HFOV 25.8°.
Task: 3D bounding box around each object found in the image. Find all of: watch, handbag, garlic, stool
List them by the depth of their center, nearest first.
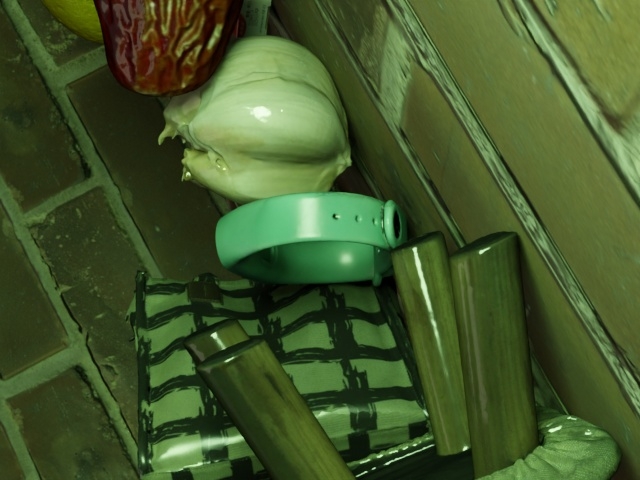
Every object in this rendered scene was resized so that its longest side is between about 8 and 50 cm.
[{"bbox_3d":[0.053,0.142,1.189,0.310,0.310,0.226,-171,58,-80],"label":"stool"},{"bbox_3d":[0.000,0.000,1.482,0.237,0.195,0.068,35,-130,-67],"label":"watch"},{"bbox_3d":[-0.074,-0.128,1.514,0.281,0.203,0.184,-125,32,-83],"label":"garlic"},{"bbox_3d":[-0.052,0.148,1.582,0.327,0.325,0.162,-104,6,-45],"label":"handbag"}]

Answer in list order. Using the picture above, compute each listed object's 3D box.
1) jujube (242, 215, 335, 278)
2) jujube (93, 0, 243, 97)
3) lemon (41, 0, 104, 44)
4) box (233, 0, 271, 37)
[{"bbox_3d":[-0.014,0.039,1.857,0.250,0.174,0.174,54,180,-39],"label":"jujube"},{"bbox_3d":[-0.148,-0.274,1.374,0.190,0.190,0.255,-131,39,-61],"label":"jujube"},{"bbox_3d":[-0.312,-0.413,1.996,0.263,0.236,0.236,36,-175,-26],"label":"lemon"},{"bbox_3d":[-0.116,-0.308,1.677,0.218,0.040,0.055,-126,37,-51],"label":"box"}]
